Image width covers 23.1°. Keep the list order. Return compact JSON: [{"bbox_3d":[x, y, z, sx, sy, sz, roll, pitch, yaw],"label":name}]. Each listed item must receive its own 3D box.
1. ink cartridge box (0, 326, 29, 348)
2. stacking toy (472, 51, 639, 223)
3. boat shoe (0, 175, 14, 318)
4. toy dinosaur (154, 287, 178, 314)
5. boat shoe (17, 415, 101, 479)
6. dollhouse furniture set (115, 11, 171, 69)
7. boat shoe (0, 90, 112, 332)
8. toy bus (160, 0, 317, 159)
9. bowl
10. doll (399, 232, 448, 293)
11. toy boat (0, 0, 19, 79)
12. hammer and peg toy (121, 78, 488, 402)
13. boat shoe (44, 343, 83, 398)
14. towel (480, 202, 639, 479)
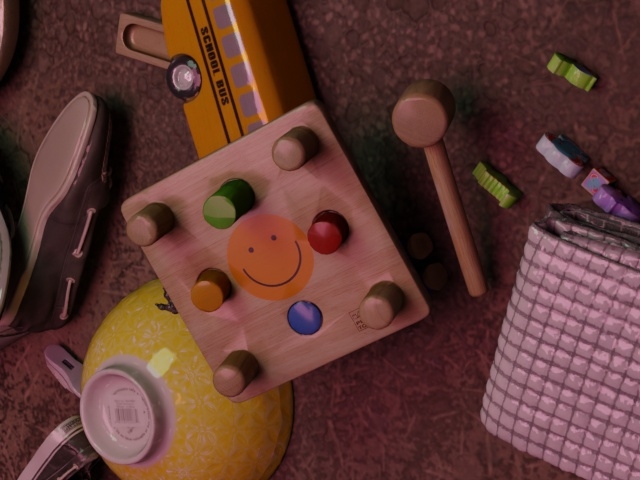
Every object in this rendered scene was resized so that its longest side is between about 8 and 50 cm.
[{"bbox_3d":[-0.497,0.091,2.092,0.218,0.092,0.158,-28,82,33],"label":"ink cartridge box"},{"bbox_3d":[0.267,-0.060,1.558,0.221,0.052,0.167,44,120,21],"label":"stacking toy"},{"bbox_3d":[-0.432,-0.007,1.959,0.114,0.091,0.302,-12,62,5],"label":"boat shoe"},{"bbox_3d":[-0.125,0.038,1.770,0.064,0.118,0.268,-19,68,39],"label":"toy dinosaur"},{"bbox_3d":[-0.334,0.304,1.999,0.070,0.078,0.219,50,143,12],"label":"boat shoe"},{"bbox_3d":[-0.221,-0.279,1.814,0.144,0.123,0.151,20,109,31],"label":"dollhouse furniture set"},{"bbox_3d":[-0.316,-0.032,1.958,0.335,0.095,0.112,-64,36,21],"label":"boat shoe"},{"bbox_3d":[-0.074,-0.136,1.748,0.130,0.108,0.332,-19,87,33],"label":"toy bus"},{"bbox_3d":[-0.192,0.191,1.858,0.289,0.156,0.289,7,102,34],"label":"bowl"},{"bbox_3d":[0.045,0.044,1.732,0.189,0.046,0.129,-23,97,35],"label":"doll"},{"bbox_3d":[-0.528,-0.300,2.009,0.318,0.148,0.267,6,102,34],"label":"toy boat"},{"bbox_3d":[0.000,0.000,1.611,0.361,0.127,0.266,-25,98,21],"label":"hammer and peg toy"},{"bbox_3d":[-0.321,0.178,2.024,0.100,0.035,0.035,39,145,19],"label":"boat shoe"},{"bbox_3d":[0.313,0.114,1.481,0.284,0.121,0.235,21,113,18],"label":"towel"}]
